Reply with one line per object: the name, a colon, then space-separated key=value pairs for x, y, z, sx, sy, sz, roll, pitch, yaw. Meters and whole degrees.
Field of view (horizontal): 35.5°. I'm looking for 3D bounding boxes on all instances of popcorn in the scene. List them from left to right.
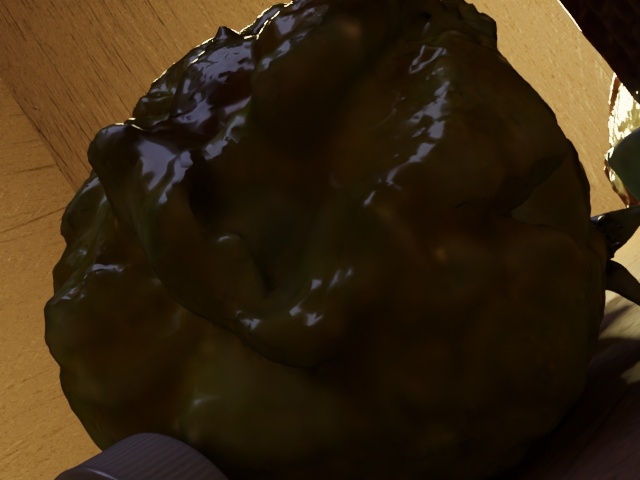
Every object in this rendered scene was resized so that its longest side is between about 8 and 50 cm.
popcorn: x=-0.003 y=0.009 z=0.496 sx=0.282 sy=0.247 sz=0.282 roll=-30 pitch=4 yaw=3

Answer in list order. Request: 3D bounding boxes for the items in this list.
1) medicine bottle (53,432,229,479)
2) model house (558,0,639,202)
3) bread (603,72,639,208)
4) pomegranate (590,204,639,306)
medicine bottle: x=-0.105 y=0.150 z=0.359 sx=0.168 sy=0.105 sz=0.105 roll=-27 pitch=-10 yaw=-47
model house: x=0.234 y=-0.202 z=0.538 sx=0.339 sy=0.360 sz=0.297 roll=-41 pitch=-8 yaw=37
bread: x=0.324 y=-0.108 z=0.853 sx=0.123 sy=0.190 sz=0.244 roll=-20 pitch=-12 yaw=-5
pomegranate: x=0.116 y=0.034 z=0.651 sx=0.149 sy=0.148 sz=0.169 roll=-31 pitch=10 yaw=-23
